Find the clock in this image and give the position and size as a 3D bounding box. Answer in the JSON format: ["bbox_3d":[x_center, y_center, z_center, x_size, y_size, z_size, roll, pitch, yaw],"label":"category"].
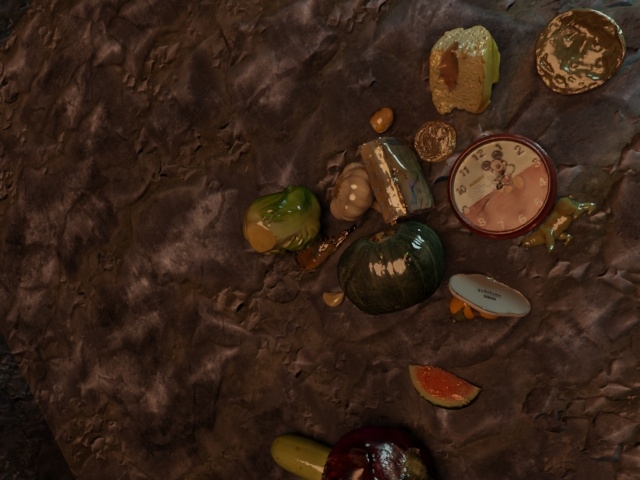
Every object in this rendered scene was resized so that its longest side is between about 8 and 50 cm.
[{"bbox_3d":[0.539,-0.161,1.557,0.318,0.080,0.319,-1,89,30],"label":"clock"}]

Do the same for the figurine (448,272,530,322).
[{"bbox_3d":[0.490,0.209,1.587,0.249,0.167,0.141,22,125,9],"label":"figurine"}]

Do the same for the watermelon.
[{"bbox_3d":[0.392,0.479,1.680,0.244,0.063,0.119,14,80,28],"label":"watermelon"}]

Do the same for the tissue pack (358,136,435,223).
[{"bbox_3d":[0.244,-0.196,1.617,0.122,0.215,0.257,-21,85,36],"label":"tissue pack"}]

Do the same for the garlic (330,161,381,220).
[{"bbox_3d":[0.155,-0.140,1.710,0.225,0.199,0.199,21,103,-9],"label":"garlic"}]

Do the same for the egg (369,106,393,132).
[{"bbox_3d":[0.204,-0.397,1.703,0.083,0.071,0.071,-38,78,19],"label":"egg"}]

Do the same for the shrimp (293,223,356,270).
[{"bbox_3d":[0.003,0.004,1.822,0.262,0.066,0.117,-42,76,18],"label":"shrimp"}]

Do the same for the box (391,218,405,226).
[{"bbox_3d":[0.242,-0.109,1.700,0.020,0.073,0.149,-15,88,34],"label":"box"}]

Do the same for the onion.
[{"bbox_3d":[0.148,0.816,1.667,0.420,0.398,0.399,-40,76,45],"label":"onion"}]

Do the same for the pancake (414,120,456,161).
[{"bbox_3d":[0.366,-0.316,1.659,0.139,0.022,0.140,2,94,25],"label":"pancake"}]

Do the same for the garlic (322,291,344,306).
[{"bbox_3d":[0.045,0.206,1.829,0.083,0.041,0.053,2,89,32],"label":"garlic"}]

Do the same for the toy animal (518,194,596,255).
[{"bbox_3d":[0.680,-0.041,1.505,0.101,0.103,0.219,45,113,36],"label":"toy animal"}]

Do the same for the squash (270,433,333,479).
[{"bbox_3d":[-0.074,0.775,1.865,0.246,0.132,0.133,11,97,23],"label":"squash"}]

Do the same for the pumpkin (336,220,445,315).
[{"bbox_3d":[0.218,0.085,1.611,0.327,0.291,0.258,-11,109,34],"label":"pumpkin"}]

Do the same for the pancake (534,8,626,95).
[{"bbox_3d":[0.727,-0.528,1.471,0.241,0.050,0.242,6,102,31],"label":"pancake"}]

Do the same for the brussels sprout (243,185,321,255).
[{"bbox_3d":[-0.128,-0.061,1.776,0.259,0.294,0.227,-22,101,40],"label":"brussels sprout"}]

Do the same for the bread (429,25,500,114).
[{"bbox_3d":[0.447,-0.531,1.582,0.183,0.224,0.211,12,56,29],"label":"bread"}]
